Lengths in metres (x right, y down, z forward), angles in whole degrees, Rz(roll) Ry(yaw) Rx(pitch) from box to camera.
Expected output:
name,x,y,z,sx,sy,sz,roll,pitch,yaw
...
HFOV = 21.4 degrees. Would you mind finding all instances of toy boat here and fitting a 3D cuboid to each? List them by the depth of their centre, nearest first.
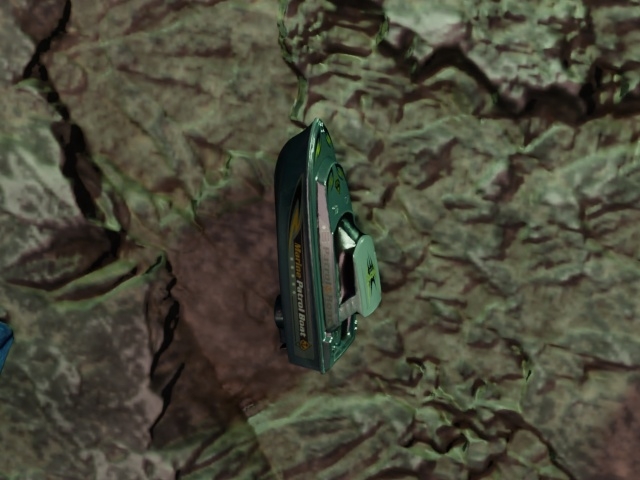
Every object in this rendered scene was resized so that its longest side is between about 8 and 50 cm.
name,x,y,z,sx,sy,sz,roll,pitch,yaw
toy boat,0.000,0.000,0.947,0.060,0.055,0.141,1,107,18

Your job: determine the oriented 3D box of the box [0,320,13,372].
name,x,y,z,sx,sy,sz,roll,pitch,yaw
box,-0.350,0.082,0.929,0.279,0.261,0.116,25,112,2
